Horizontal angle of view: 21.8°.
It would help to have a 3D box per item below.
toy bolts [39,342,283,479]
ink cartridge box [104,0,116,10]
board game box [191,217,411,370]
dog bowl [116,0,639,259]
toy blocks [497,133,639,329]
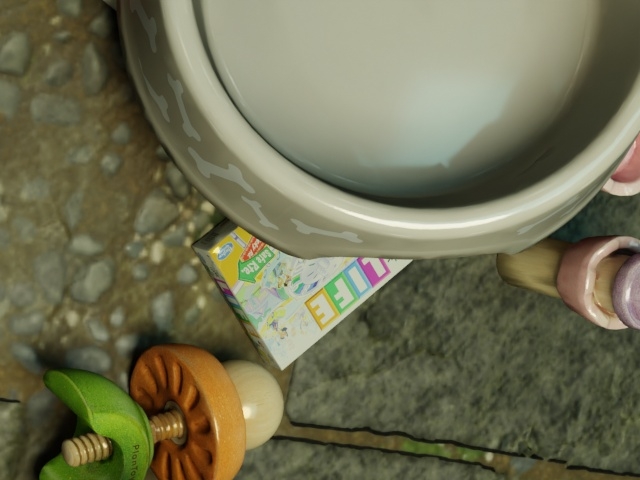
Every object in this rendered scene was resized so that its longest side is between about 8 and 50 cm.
[{"bbox_3d":[-0.068,0.197,1.038,0.158,0.218,0.229,-10,121,-35],"label":"toy bolts"},{"bbox_3d":[-0.106,-0.220,1.028,0.179,0.045,0.145,38,78,-32],"label":"ink cartridge box"},{"bbox_3d":[0.000,0.000,1.133,0.154,0.026,0.103,-40,115,-19],"label":"board game box"},{"bbox_3d":[0.055,-0.151,0.983,0.348,0.102,0.349,0,86,-7],"label":"dog bowl"},{"bbox_3d":[0.265,-0.118,1.135,0.288,0.260,0.309,-25,109,-25],"label":"toy blocks"}]
